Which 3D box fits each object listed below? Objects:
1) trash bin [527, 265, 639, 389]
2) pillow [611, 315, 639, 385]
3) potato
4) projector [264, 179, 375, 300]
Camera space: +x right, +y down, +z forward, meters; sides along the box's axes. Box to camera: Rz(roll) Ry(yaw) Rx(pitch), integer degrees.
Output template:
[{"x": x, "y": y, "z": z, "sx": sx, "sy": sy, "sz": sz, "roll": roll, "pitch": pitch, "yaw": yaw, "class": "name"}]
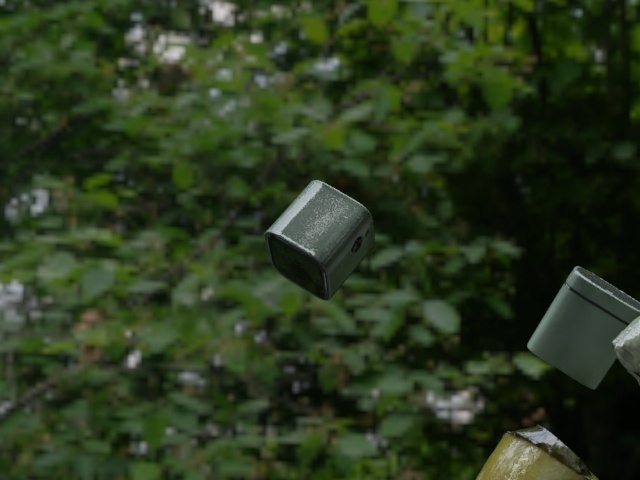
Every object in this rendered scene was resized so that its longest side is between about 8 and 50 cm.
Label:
[{"x": 0.365, "y": 0.120, "z": 2.223, "sx": 0.116, "sy": 0.130, "sz": 0.059, "roll": 32, "pitch": 17, "yaw": 9, "class": "trash bin"}, {"x": 0.371, "y": 0.096, "z": 1.513, "sx": 0.181, "sy": 0.134, "sz": 0.078, "roll": -36, "pitch": 16, "yaw": -7, "class": "pillow"}, {"x": 0.288, "y": 0.392, "z": 2.151, "sx": 0.242, "sy": 0.242, "sz": 0.285, "roll": 0, "pitch": -18, "yaw": 8, "class": "potato"}, {"x": 0.000, "y": 0.000, "z": 1.684, "sx": 0.083, "sy": 0.082, "sz": 0.083, "roll": 31, "pitch": -25, "yaw": 22, "class": "projector"}]
